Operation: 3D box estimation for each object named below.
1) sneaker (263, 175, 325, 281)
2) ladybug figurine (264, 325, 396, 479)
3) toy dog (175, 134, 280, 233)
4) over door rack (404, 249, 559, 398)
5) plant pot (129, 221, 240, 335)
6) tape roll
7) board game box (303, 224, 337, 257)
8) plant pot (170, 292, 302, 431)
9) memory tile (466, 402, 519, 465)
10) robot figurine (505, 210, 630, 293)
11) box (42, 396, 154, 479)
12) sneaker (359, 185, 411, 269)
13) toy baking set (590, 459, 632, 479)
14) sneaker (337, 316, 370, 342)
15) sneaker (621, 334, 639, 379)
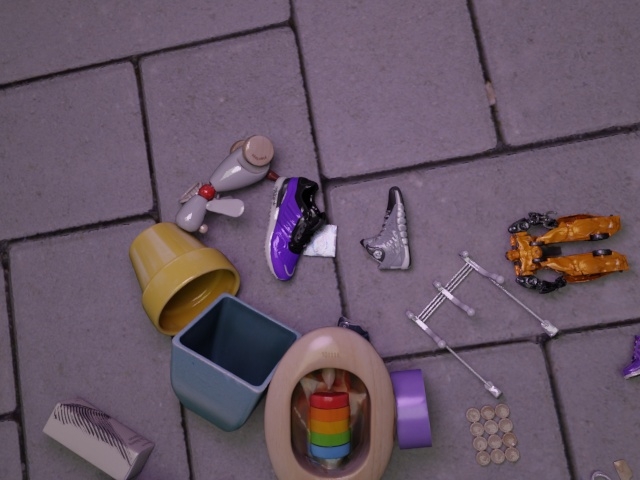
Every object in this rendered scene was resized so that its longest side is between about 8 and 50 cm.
[{"bbox_3d":[-0.061,-0.034,1.485,0.146,0.102,0.293,2,84,27],"label":"sneaker"},{"bbox_3d":[0.021,0.416,1.300,0.305,0.162,0.449,3,94,-2],"label":"ladybug figurine"},{"bbox_3d":[-0.233,-0.140,1.515,0.334,0.220,0.161,-43,112,9],"label":"toy dog"},{"bbox_3d":[0.416,0.213,1.407,0.324,0.108,0.239,42,92,10],"label":"over door rack"},{"bbox_3d":[-0.386,0.086,1.480,0.254,0.254,0.239,-45,64,2],"label":"plant pot"},{"bbox_3d":[0.225,0.420,1.370,0.080,0.189,0.188,-8,83,8],"label":"tape roll"},{"bbox_3d":[0.000,0.000,1.533,0.090,0.020,0.090,3,84,10],"label":"board game box"},{"bbox_3d":[-0.234,0.337,1.414,0.248,0.247,0.252,28,122,10],"label":"plant pot"},{"bbox_3d":[0.446,0.501,1.419,0.113,0.012,0.148,-12,82,7],"label":"memory tile"},{"bbox_3d":[0.621,0.026,1.409,0.291,0.085,0.211,-6,83,7],"label":"robot figurine"},{"bbox_3d":[-0.612,0.547,1.517,0.275,0.113,0.094,27,87,9],"label":"box"},{"bbox_3d":[0.168,-0.029,1.481,0.132,0.086,0.228,-7,84,10],"label":"sneaker"},{"bbox_3d":[0.724,0.683,1.350,0.197,0.030,0.256,38,90,10],"label":"toy baking set"},{"bbox_3d":[0.024,0.288,1.457,0.226,0.086,0.163,-6,94,-2],"label":"sneaker"},{"bbox_3d":[0.808,0.278,1.376,0.170,0.068,0.071,-46,65,-7],"label":"sneaker"}]
